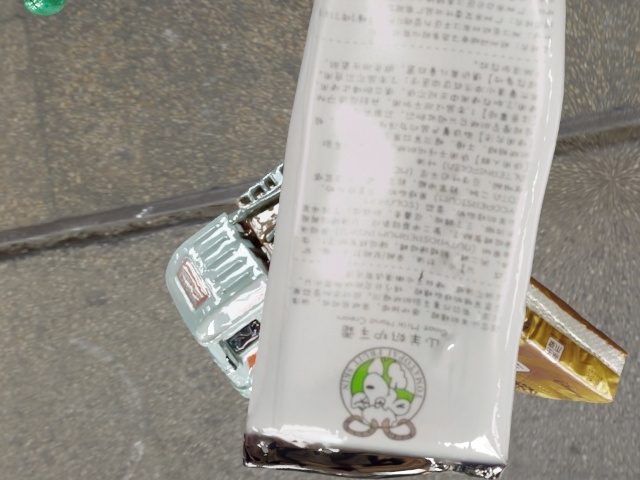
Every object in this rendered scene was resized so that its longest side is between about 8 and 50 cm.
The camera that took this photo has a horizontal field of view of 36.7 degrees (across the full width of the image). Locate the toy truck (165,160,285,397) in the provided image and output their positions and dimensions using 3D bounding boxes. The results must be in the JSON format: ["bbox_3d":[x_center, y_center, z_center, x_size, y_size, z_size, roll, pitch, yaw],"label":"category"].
[{"bbox_3d":[0.000,0.000,0.911,0.305,0.162,0.136,-38,47,1],"label":"toy truck"}]

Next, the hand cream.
[{"bbox_3d":[0.040,-0.048,0.397,0.121,0.076,0.336,7,107,5],"label":"hand cream"}]

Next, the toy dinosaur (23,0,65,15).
[{"bbox_3d":[-0.237,-0.234,0.781,0.059,0.132,0.096,-25,121,11],"label":"toy dinosaur"}]

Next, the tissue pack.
[{"bbox_3d":[0.238,0.109,1.195,0.226,0.183,0.092,33,70,-22],"label":"tissue pack"}]
